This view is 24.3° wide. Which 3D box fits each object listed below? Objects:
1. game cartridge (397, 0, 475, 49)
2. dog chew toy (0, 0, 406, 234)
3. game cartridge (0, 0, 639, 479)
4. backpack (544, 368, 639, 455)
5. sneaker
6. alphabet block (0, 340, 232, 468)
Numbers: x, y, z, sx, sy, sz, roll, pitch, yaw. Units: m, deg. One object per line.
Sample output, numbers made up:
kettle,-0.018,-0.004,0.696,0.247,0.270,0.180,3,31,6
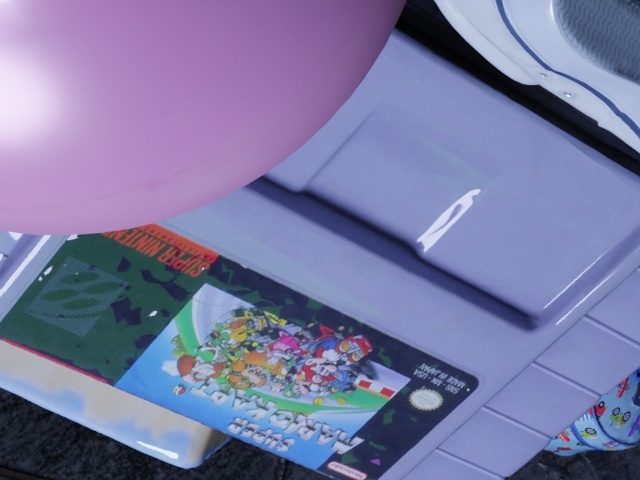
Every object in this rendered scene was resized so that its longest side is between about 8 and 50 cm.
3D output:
game cartridge,0.069,-0.088,0.764,0.294,0.060,0.196,20,172,-35
dog chew toy,-0.084,-0.132,0.332,0.207,0.206,0.332,12,163,14
game cartridge,0.000,0.000,0.679,0.355,0.230,0.068,27,-152,-27
backpack,0.228,0.088,1.176,0.117,0.173,0.158,6,167,37
sneaker,0.139,-0.085,0.631,0.091,0.094,0.258,30,180,45
alphabet block,-0.102,-0.006,0.861,0.192,0.197,0.193,24,-176,4
